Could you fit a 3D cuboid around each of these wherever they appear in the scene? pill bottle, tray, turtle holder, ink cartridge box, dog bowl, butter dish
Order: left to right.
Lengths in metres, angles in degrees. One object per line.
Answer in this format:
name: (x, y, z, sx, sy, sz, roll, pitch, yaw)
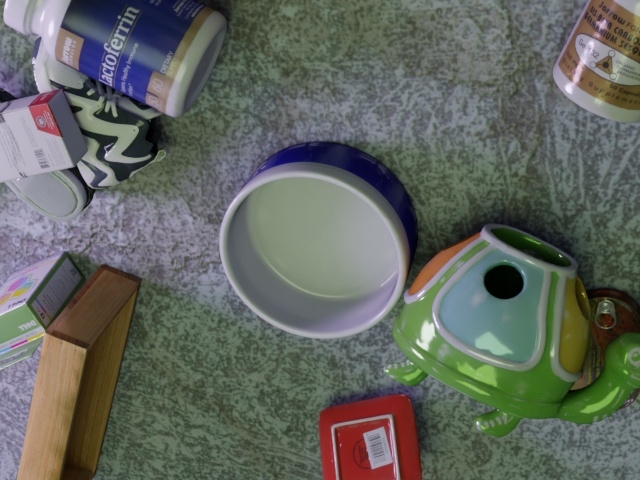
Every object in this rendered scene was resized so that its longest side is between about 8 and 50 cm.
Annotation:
ink cartridge box: (-0.441, 0.107, 2.092, 0.109, 0.209, 0.062, -23, 112, 26)
ink cartridge box: (-0.401, -0.141, 1.923, 0.135, 0.056, 0.099, -9, 116, 20)
tray: (-0.382, 0.258, 2.164, 0.076, 0.203, 0.411, 22, 122, 5)
pill bottle: (-0.270, -0.283, 1.857, 0.264, 0.153, 0.153, 26, 122, 2)
dog bowl: (0.000, 0.000, 1.964, 0.265, 0.104, 0.265, 7, 121, 13)
butter dish: (0.091, 0.323, 2.120, 0.160, 0.118, 0.160, -14, 72, 25)
turtle holder: (0.259, 0.122, 1.864, 0.320, 0.243, 0.227, 35, 110, 38)
pill bottle: (0.382, -0.267, 1.685, 0.131, 0.131, 0.229, 25, 122, 2)

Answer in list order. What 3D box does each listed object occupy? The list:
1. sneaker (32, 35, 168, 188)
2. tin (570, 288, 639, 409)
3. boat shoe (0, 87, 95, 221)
sneaker: (-0.289, -0.194, 1.952, 0.153, 0.094, 0.235, -16, 106, 16)
tin: (0.397, 0.153, 1.975, 0.106, 0.040, 0.190, 2, 119, 11)
boat shoe: (-0.447, -0.152, 2.018, 0.114, 0.091, 0.302, -36, 105, 26)
